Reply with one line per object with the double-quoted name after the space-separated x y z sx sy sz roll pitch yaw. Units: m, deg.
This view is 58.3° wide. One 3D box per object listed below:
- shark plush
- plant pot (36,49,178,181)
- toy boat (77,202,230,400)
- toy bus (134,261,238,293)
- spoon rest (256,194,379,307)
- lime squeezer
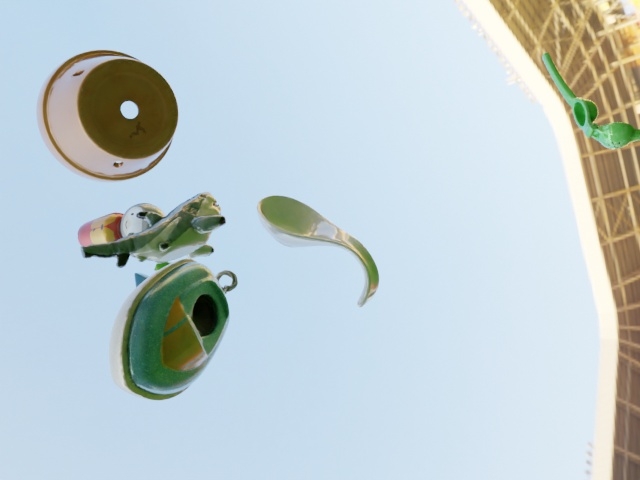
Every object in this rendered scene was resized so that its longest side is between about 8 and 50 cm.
-0.180 -0.006 0.636 0.161 0.073 0.067 -25 -109 -23 "shark plush"
-0.429 -0.269 1.216 0.291 0.204 0.290 -3 -84 -33 "plant pot"
-0.248 0.090 0.899 0.318 0.148 0.267 67 -152 -27 "toy boat"
-0.259 0.137 1.127 0.104 0.202 0.190 9 -89 -83 "toy bus"
0.000 0.000 1.053 0.276 0.084 0.137 40 -148 13 "spoon rest"
0.499 -0.228 1.004 0.110 0.310 0.059 -55 -24 5 "lime squeezer"
